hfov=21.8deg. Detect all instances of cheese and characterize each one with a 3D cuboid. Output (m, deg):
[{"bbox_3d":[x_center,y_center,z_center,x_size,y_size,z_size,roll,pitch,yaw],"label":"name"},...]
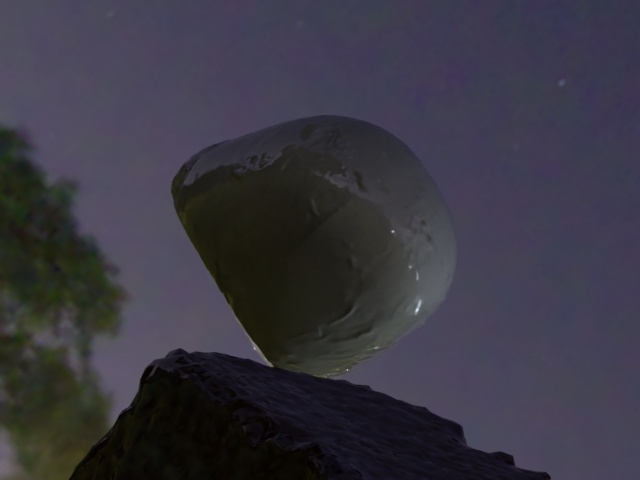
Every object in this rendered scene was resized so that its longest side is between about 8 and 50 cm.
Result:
[{"bbox_3d":[0.000,0.000,1.187,0.189,0.154,0.198,-28,-85,30],"label":"cheese"}]

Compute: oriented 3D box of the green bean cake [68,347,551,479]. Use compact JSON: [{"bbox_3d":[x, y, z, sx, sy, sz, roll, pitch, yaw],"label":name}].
[{"bbox_3d":[0.019,0.122,0.440,0.097,0.198,0.232,24,17,-44],"label":"green bean cake"}]
